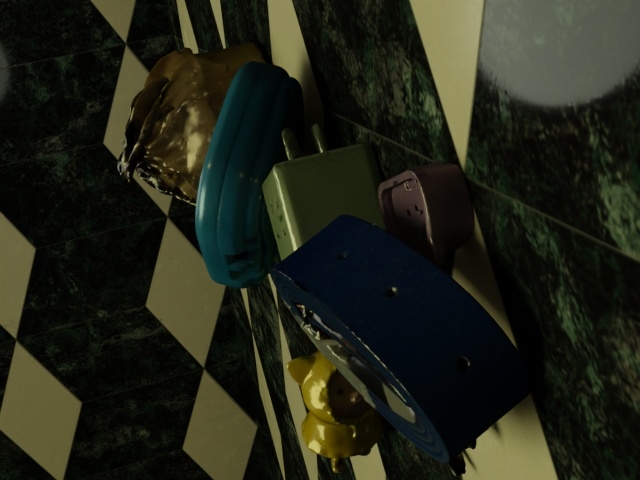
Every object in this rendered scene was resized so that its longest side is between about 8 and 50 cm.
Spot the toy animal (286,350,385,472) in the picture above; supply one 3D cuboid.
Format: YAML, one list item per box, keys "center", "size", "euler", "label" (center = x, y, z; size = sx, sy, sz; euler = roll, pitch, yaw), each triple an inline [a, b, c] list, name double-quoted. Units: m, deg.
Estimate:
- center: [0.034, 0.267, 1.399]
  size: [0.156, 0.156, 0.229]
  euler: [-127, 27, -61]
  label: "toy animal"

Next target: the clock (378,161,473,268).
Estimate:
- center: [0.113, -0.022, 0.913]
  size: [0.153, 0.050, 0.110]
  euler: [163, 93, -78]
  label: "clock"

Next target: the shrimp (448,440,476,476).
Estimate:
- center: [0.150, 0.209, 1.037]
  size: [0.217, 0.051, 0.150]
  euler: [-114, 10, -68]
  label: "shrimp"

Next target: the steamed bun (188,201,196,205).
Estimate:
- center: [-0.224, -0.156, 1.925]
  size: [0.170, 0.239, 0.152]
  euler: [92, -160, -59]
  label: "steamed bun"

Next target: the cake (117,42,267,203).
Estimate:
- center: [-0.240, -0.200, 1.668]
  size: [0.332, 0.321, 0.332]
  euler: [165, 90, -76]
  label: "cake"

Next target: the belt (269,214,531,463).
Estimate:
- center: [0.075, 0.096, 0.915]
  size: [0.212, 0.117, 0.347]
  euler: [57, 168, -28]
  label: "belt"

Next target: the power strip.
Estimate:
- center: [0.005, -0.054, 1.156]
  size: [0.140, 0.139, 0.224]
  euler: [144, 111, -78]
  label: "power strip"

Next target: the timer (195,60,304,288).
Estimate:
- center: [-0.105, -0.095, 1.375]
  size: [0.340, 0.115, 0.309]
  euler: [91, -167, -67]
  label: "timer"
